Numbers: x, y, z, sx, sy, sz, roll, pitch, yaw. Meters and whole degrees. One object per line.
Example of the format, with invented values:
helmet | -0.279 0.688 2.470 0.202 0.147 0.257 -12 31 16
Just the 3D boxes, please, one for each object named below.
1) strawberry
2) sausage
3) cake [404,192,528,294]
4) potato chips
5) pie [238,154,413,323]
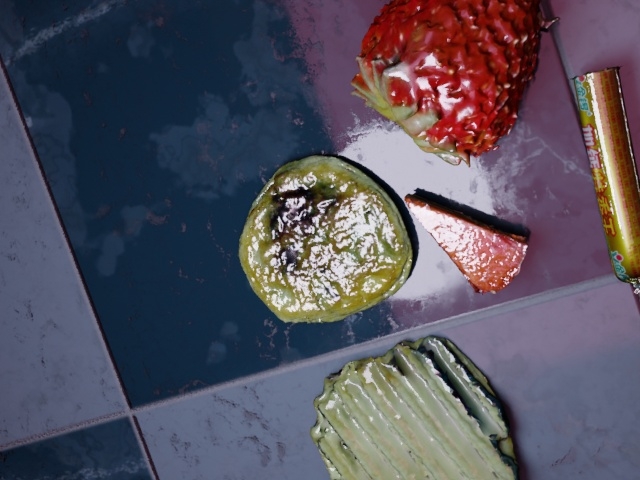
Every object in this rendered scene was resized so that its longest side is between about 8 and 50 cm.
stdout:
strawberry | 0.229 -0.298 1.305 0.292 0.292 0.343 45 93 5
sausage | 0.477 -0.090 1.354 0.082 0.082 0.371 -11 97 17
cake | 0.232 0.010 1.430 0.221 0.086 0.116 21 102 10
potato chips | 0.183 0.386 1.523 0.358 0.070 0.429 -39 86 21
pie | 0.000 0.000 1.504 0.323 0.070 0.323 2 98 16
